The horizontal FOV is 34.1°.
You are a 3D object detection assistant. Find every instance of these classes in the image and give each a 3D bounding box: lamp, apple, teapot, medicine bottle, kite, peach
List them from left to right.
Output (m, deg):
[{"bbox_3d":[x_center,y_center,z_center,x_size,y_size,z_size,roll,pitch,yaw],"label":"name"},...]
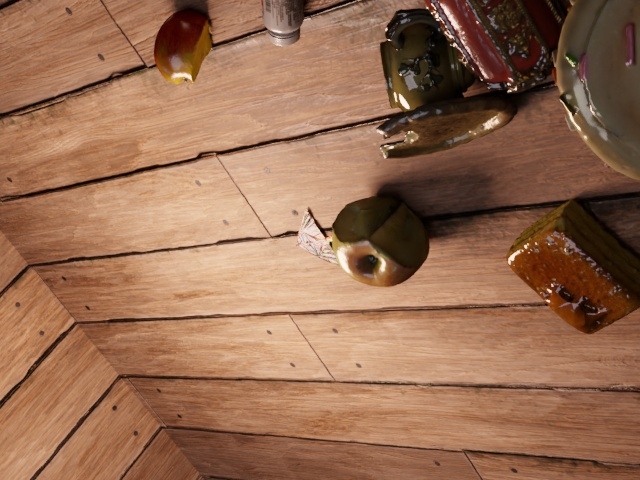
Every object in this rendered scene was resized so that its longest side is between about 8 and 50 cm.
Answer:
[{"bbox_3d":[-0.285,-0.396,2.141,0.151,0.151,0.118,-12,135,47],"label":"peach"},{"bbox_3d":[-0.070,-0.437,1.945,0.079,0.079,0.140,22,142,21],"label":"medicine bottle"},{"bbox_3d":[0.000,0.000,2.433,0.159,0.010,0.190,-8,126,43],"label":"kite"},{"bbox_3d":[0.119,0.007,2.185,0.207,0.188,0.174,31,140,4],"label":"apple"},{"bbox_3d":[0.199,-0.309,1.797,0.182,0.173,0.269,-9,148,10],"label":"teapot"},{"bbox_3d":[0.272,-0.368,1.654,0.177,0.177,0.274,-15,119,49],"label":"lamp"}]

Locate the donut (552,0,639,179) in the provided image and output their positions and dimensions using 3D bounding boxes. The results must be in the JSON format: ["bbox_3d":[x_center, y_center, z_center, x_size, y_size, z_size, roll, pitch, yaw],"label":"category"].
[{"bbox_3d":[0.495,-0.245,1.519,0.371,0.307,0.150,46,-175,-14],"label":"donut"}]

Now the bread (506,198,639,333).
[{"bbox_3d":[0.489,0.057,1.986,0.234,0.110,0.184,41,144,-4],"label":"bread"}]

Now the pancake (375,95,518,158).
[{"bbox_3d":[0.209,-0.196,1.835,0.288,0.286,0.033,-24,78,51],"label":"pancake"}]
